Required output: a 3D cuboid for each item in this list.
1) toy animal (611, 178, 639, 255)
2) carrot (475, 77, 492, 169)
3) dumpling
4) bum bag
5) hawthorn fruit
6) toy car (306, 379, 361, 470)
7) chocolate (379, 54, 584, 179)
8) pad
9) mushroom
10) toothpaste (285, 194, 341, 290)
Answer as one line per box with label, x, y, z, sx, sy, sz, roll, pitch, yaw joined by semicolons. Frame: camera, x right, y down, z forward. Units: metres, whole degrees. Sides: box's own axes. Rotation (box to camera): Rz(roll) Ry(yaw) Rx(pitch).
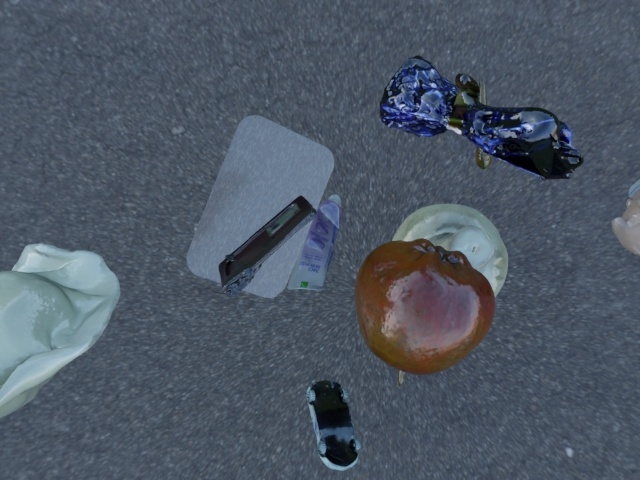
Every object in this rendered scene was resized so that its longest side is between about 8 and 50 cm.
toy animal;0.813;-0.052;1.396;0.213;0.195;0.256;39;47;9
carrot;0.442;-0.313;1.626;0.049;0.049;0.255;-8;116;4
dumpling;-0.414;0.146;0.870;0.242;0.187;0.318;-4;44;6
bum bag;-0.071;0.005;0.791;0.159;0.109;0.026;-41;109;2
hawthorn fruit;0.189;0.151;1.190;0.276;0.277;0.298;16;102;6
toy car;0.026;0.408;1.327;0.095;0.056;0.205;2;54;-24
chocolate;0.233;-0.181;0.898;0.126;0.148;0.343;-35;44;-18
pad;-0.092;-0.048;0.948;0.176;0.002;0.266;21;93;-26
mushroom;0.354;0.033;1.590;0.315;0.356;0.315;16;47;-18
toothpaste;0.000;0.000;1.271;0.075;0.048;0.301;19;43;1
